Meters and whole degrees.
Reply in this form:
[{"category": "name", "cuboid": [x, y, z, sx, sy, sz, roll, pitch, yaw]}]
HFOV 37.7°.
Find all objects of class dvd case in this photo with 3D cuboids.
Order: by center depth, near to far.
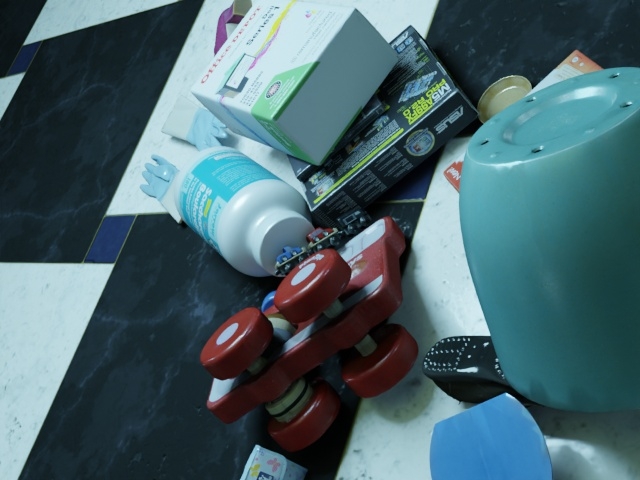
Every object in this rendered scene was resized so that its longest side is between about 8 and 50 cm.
[{"category": "dvd case", "cuboid": [0.002, -0.203, 1.432, 0.164, 0.018, 0.221, -40, 36, 14]}]

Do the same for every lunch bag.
[{"category": "lunch bag", "cuboid": [-0.064, 0.299, 1.160, 0.053, 0.083, 0.071, 5, 64, 45]}]

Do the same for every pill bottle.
[{"category": "pill bottle", "cuboid": [-0.108, -0.038, 1.398, 0.146, 0.146, 0.264, -52, 37, -2]}]

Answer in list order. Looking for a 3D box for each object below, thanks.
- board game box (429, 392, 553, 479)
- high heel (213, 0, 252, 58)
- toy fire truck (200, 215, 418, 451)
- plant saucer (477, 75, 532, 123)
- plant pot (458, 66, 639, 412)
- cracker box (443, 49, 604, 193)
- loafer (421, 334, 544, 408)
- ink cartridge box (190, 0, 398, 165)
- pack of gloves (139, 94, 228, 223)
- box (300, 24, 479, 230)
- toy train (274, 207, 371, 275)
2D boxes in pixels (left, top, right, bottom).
[{"category": "board game box", "cuboid": [0.187, 0.241, 0.993, 0.168, 0.033, 0.133, -37, 60, 44]}, {"category": "high heel", "cuboid": [-0.175, -0.338, 1.770, 0.117, 0.082, 0.244, 137, 136, -62]}, {"category": "toy fire truck", "cuboid": [-0.013, 0.108, 1.224, 0.302, 0.169, 0.254, -37, 16, 18]}, {"category": "plant saucer", "cuboid": [0.255, -0.188, 1.285, 0.083, 0.015, 0.083, -25, 46, 29]}, {"category": "plant pot", "cuboid": [0.265, -0.021, 0.896, 0.293, 0.235, 0.293, -25, 20, 10]}, {"category": "cracker box", "cuboid": [0.283, -0.108, 1.159, 0.232, 0.067, 0.156, -44, 40, 9]}, {"category": "loafer", "cuboid": [0.214, 0.148, 1.025, 0.220, 0.078, 0.080, 0, 43, 50]}, {"category": "ink cartridge box", "cuboid": [-0.048, -0.248, 1.408, 0.201, 0.117, 0.278, -54, 36, -6]}, {"category": "pack of gloves", "cuboid": [-0.240, -0.147, 1.706, 0.232, 0.046, 0.195, 34, 97, 53]}, {"category": "box", "cuboid": [0.079, -0.170, 1.389, 0.270, 0.060, 0.216, -40, 38, 14]}, {"category": "toy train", "cuboid": [0.000, 0.000, 1.293, 0.158, 0.036, 0.027, -32, -5, -17]}]
